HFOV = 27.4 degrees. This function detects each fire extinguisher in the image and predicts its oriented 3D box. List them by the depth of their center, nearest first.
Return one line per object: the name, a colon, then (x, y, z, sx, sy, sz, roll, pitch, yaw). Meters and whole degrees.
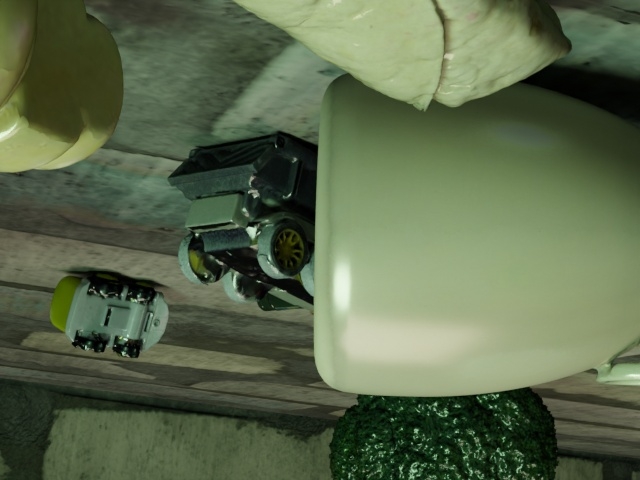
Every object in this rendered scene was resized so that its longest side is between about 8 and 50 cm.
fire extinguisher: (-0.023, 0.048, 1.186, 0.083, 0.025, 0.038, -5, 141, 43)

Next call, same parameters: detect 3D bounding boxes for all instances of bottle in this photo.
bottle: (0.117, -0.002, 0.596, 0.237, 0.147, 0.147, 1, 168, 2)

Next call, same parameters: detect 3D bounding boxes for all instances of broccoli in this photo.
broccoli: (0.171, 0.261, 1.660, 0.298, 0.297, 0.297, 1, -162, 24)

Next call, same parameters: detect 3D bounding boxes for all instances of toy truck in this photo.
toy truck: (0.000, 0.000, 0.794, 0.083, 0.092, 0.192, -6, 155, 44)
toy truck: (-0.207, 0.069, 1.281, 0.111, 0.076, 0.077, 14, -177, -42)

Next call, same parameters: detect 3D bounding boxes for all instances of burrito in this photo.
burrito: (0.002, -0.096, 0.401, 0.082, 0.059, 0.275, -17, 159, 26)

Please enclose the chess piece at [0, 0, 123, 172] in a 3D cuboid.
chess piece: (-0.195, -0.097, 0.379, 0.117, 0.117, 0.397, 0, 168, 28)
